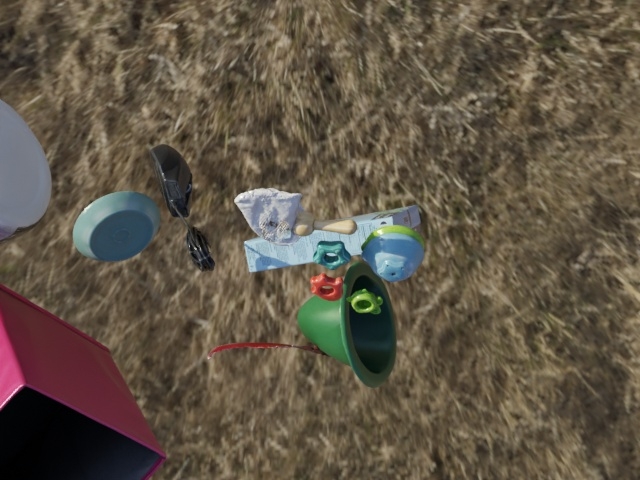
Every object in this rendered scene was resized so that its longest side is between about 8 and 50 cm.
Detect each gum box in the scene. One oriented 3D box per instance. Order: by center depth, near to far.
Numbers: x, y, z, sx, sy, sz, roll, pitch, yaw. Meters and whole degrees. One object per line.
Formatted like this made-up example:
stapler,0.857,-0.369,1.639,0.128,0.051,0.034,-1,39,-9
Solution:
gum box,0.019,-0.004,1.408,0.184,0.157,0.041,-9,94,17

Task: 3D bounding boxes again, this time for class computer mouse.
computer mouse,-0.154,-0.041,1.338,0.041,0.242,0.071,-17,131,-12

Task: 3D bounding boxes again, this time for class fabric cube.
fabric cube,-0.410,0.254,1.524,0.259,0.258,0.254,-48,132,5

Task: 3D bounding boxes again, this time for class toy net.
toy net,0.000,0.000,1.268,0.232,0.045,0.122,28,133,-23

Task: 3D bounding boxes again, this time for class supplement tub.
supplement tub,-0.559,-0.055,1.588,0.338,0.207,0.207,-20,104,26

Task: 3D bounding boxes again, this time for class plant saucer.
plant saucer,-0.264,-0.012,1.506,0.119,0.021,0.119,-17,136,-17

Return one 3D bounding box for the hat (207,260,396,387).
hat,-0.015,0.122,1.611,0.183,0.173,0.208,-9,146,25
